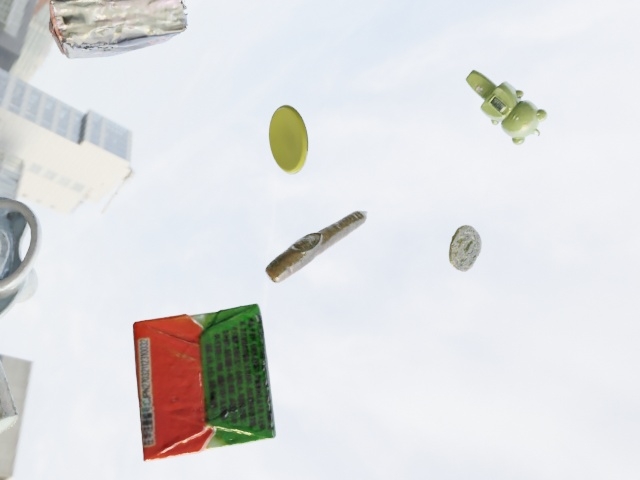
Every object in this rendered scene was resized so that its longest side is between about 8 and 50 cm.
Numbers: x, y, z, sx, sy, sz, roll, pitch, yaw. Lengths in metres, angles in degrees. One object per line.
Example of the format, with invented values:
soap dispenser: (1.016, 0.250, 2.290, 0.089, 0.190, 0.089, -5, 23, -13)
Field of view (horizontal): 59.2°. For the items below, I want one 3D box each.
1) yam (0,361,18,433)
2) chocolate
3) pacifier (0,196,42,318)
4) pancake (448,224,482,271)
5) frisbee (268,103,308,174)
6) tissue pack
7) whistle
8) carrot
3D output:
yam: (-0.521, 0.235, 0.874, 0.070, 0.070, 0.146, -20, -89, 40)
chocolate: (-0.314, 0.371, 1.514, 0.161, 0.341, 0.360, 142, -58, -69)
pacifier: (-0.597, 0.055, 1.051, 0.227, 0.207, 0.279, -15, -120, 0)
pancake: (0.318, 0.018, 1.244, 0.017, 0.108, 0.108, 15, -100, 57)
frisbee: (-0.113, -0.339, 1.906, 0.236, 0.017, 0.236, 23, -61, 49)
tissue pack: (-0.417, -0.442, 1.134, 0.332, 0.245, 0.123, -150, -133, -63)
whistle: (0.442, -0.328, 1.361, 0.227, 0.085, 0.105, 46, -55, 14)
carrot: (0.001, 0.001, 1.459, 0.342, 0.070, 0.070, -34, -149, -24)
